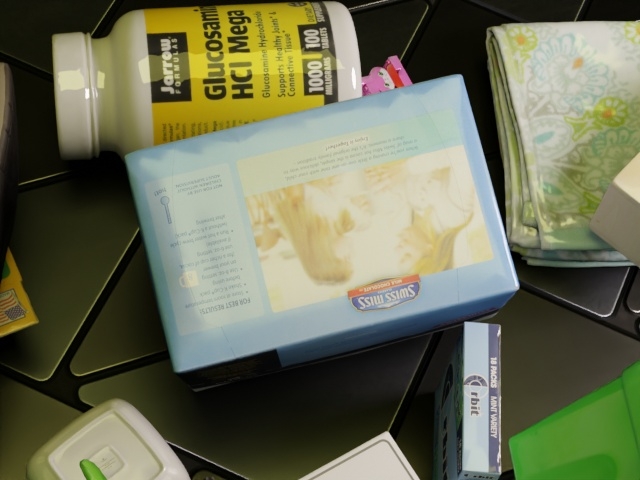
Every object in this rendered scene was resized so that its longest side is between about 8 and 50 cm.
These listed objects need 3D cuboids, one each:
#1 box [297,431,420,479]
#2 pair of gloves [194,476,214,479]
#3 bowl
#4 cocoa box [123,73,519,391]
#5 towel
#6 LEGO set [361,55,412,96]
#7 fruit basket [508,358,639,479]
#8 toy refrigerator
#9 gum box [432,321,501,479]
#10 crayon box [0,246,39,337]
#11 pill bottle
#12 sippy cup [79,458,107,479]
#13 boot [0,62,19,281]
[{"bbox_3d":[0.062,0.338,1.274,0.169,0.087,0.290,-25,67,-20],"label":"box"},{"bbox_3d":[-0.111,0.288,1.461,0.083,0.010,0.074,40,61,-3],"label":"pair of gloves"},{"bbox_3d":[-0.219,0.238,1.462,0.142,0.053,0.142,-36,71,-21],"label":"bowl"},{"bbox_3d":[0.000,0.000,1.457,0.347,0.228,0.231,-14,80,-2],"label":"cocoa box"},{"bbox_3d":[0.390,-0.123,1.703,0.374,0.090,0.320,-1,63,-7],"label":"towel"},{"bbox_3d":[0.085,-0.091,1.651,0.093,0.087,0.227,-16,66,-26],"label":"LEGO set"},{"bbox_3d":[0.387,0.289,1.332,0.392,0.283,0.392,-10,64,21],"label":"fruit basket"},{"bbox_3d":[0.417,-0.099,1.586,0.094,0.102,0.269,40,65,16],"label":"toy refrigerator"},{"bbox_3d":[0.147,0.192,1.452,0.041,0.184,0.157,6,62,-3],"label":"gum box"},{"bbox_3d":[-0.452,0.007,1.542,0.203,0.083,0.323,-21,66,-16],"label":"crayon box"},{"bbox_3d":[-0.131,-0.171,1.612,0.334,0.188,0.188,-4,63,-9],"label":"pill bottle"},{"bbox_3d":[-0.333,0.322,1.293,0.240,0.224,0.305,16,69,7],"label":"sippy cup"},{"bbox_3d":[-0.461,-0.025,1.439,0.284,0.138,0.377,6,68,-3],"label":"boot"}]
